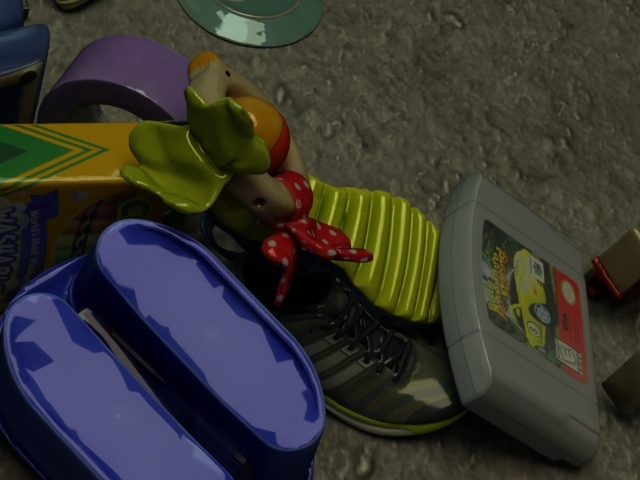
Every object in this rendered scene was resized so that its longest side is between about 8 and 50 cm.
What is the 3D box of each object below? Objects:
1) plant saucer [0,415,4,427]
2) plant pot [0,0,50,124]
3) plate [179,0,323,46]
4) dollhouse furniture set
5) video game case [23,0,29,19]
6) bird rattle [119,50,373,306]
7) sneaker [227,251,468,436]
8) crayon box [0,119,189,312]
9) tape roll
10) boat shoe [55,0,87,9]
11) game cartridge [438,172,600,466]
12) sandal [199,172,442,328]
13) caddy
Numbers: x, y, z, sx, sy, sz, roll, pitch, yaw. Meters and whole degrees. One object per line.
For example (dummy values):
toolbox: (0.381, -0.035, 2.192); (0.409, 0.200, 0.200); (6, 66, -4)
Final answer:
plant saucer: (-0.388, 0.141, 1.571); (0.195, 0.037, 0.195); (8, 54, -11)
plant pot: (-0.415, -0.185, 1.724); (0.236, 0.236, 0.212); (-19, 65, -30)
plate: (-0.086, -0.311, 2.065); (0.188, 0.024, 0.188); (9, 49, -11)
dollhouse furniture set: (0.406, 0.105, 1.816); (0.262, 0.135, 0.259); (-23, 72, -32)
video game case: (-0.495, -0.325, 1.936); (0.274, 0.026, 0.196); (-7, 53, -27)
bird rattle: (-0.055, -0.076, 1.585); (0.253, 0.143, 0.207); (32, 35, -35)
sneaker: (0.020, 0.103, 1.677); (0.300, 0.121, 0.111); (17, 48, -2)
crayon box: (-0.272, -0.021, 1.638); (0.323, 0.203, 0.083); (-3, 52, -19)
tape roll: (-0.195, -0.116, 1.753); (0.189, 0.189, 0.080); (24, 49, 4)
boat shoe: (-0.238, -0.377, 2.046); (0.104, 0.089, 0.285); (17, 39, 34)
game cartridge: (0.204, 0.073, 1.748); (0.196, 0.060, 0.294); (29, 42, -29)
sandal: (0.000, 0.000, 1.758); (0.317, 0.138, 0.126); (29, 64, -18)
caddy: (-0.153, 0.147, 1.549); (0.241, 0.179, 0.341); (-41, 81, -22)
